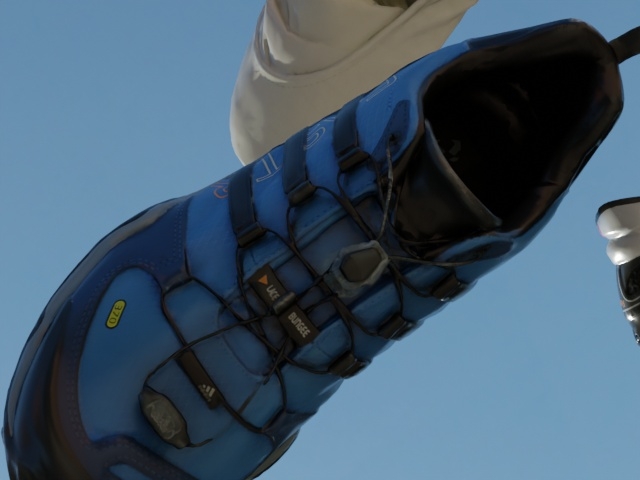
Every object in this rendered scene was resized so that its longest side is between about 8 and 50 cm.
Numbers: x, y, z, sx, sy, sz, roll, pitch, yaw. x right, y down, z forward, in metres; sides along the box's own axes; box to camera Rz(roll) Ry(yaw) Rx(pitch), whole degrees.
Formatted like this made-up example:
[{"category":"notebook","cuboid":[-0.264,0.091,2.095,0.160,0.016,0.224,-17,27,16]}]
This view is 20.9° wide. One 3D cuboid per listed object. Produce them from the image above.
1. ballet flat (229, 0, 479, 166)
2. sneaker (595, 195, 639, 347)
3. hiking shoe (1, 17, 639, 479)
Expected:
[{"category":"ballet flat","cuboid":[0.061,-0.209,1.232,0.400,0.139,0.139,-39,-42,15]},{"category":"sneaker","cuboid":[0.206,0.011,0.708,0.072,0.178,0.077,-7,-91,-74]},{"category":"hiking shoe","cuboid":[0.000,0.000,0.679,0.113,0.132,0.304,49,-121,-4]}]
